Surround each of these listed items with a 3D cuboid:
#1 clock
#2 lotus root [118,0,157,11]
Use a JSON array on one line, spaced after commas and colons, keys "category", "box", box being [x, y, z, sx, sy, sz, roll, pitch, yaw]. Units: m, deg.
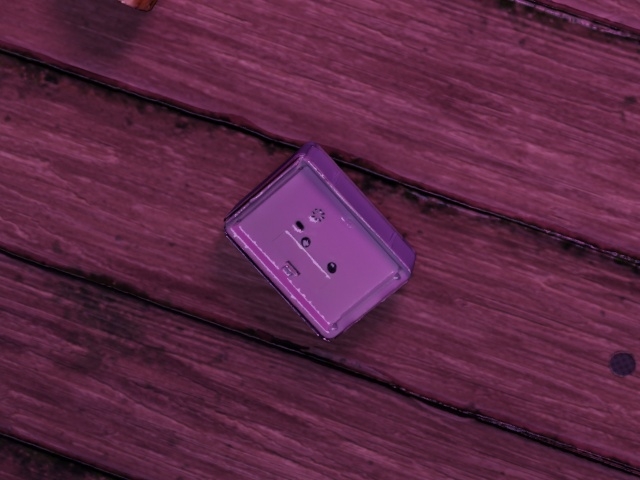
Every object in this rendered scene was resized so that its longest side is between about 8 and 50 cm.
[{"category": "clock", "box": [0.001, 0.000, 1.900, 0.144, 0.073, 0.193, -39, 99, 21]}, {"category": "lotus root", "box": [-0.213, -0.321, 1.824, 0.159, 0.095, 0.135, 47, 111, 36]}]
